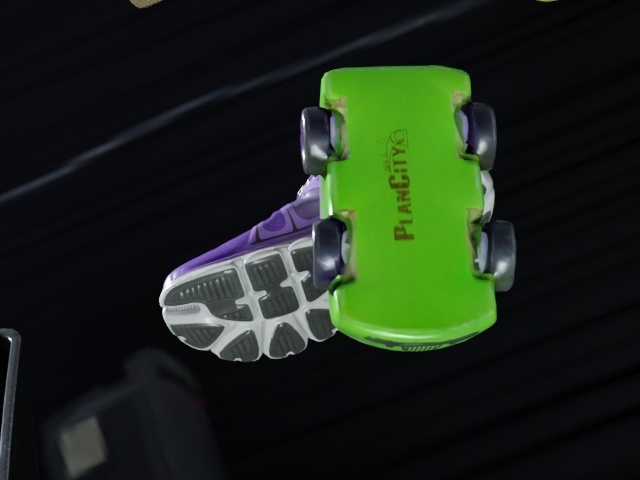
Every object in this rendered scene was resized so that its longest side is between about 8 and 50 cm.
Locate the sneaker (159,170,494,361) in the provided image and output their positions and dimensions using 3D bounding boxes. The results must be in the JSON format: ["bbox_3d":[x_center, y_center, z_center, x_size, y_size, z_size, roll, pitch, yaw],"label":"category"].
[{"bbox_3d":[0.000,0.000,0.805,0.071,0.170,0.068,53,162,46],"label":"sneaker"}]

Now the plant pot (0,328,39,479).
[{"bbox_3d":[-0.183,0.161,0.610,0.188,0.187,0.167,-110,8,-68],"label":"plant pot"}]

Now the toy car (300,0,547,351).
[{"bbox_3d":[0.019,-0.059,0.556,0.053,0.239,0.225,96,172,-61],"label":"toy car"}]

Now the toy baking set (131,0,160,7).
[{"bbox_3d":[-0.022,-0.186,0.995,0.030,0.256,0.197,64,-147,-10],"label":"toy baking set"}]
